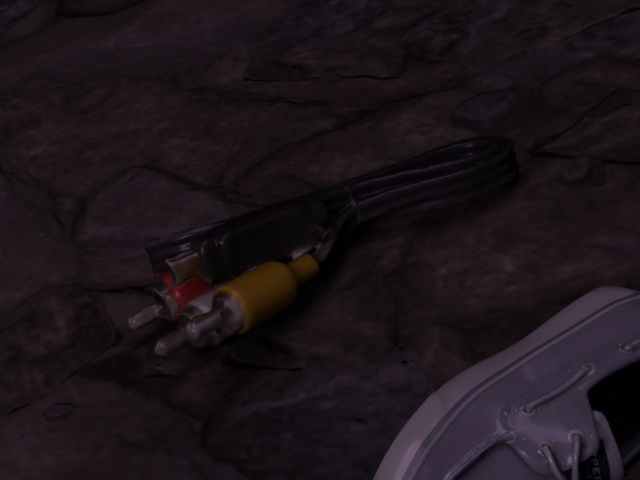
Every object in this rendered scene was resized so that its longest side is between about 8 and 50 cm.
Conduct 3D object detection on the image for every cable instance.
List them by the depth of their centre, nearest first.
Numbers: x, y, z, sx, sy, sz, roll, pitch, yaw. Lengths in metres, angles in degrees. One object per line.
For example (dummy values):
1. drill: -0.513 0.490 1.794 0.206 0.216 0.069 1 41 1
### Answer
1. cable: 0.000 0.000 0.967 0.287 0.072 0.139 -20 14 -28

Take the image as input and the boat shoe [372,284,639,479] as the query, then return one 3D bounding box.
1. boat shoe: 0.118 0.097 0.721 0.227 0.079 0.081 -34 32 -30
